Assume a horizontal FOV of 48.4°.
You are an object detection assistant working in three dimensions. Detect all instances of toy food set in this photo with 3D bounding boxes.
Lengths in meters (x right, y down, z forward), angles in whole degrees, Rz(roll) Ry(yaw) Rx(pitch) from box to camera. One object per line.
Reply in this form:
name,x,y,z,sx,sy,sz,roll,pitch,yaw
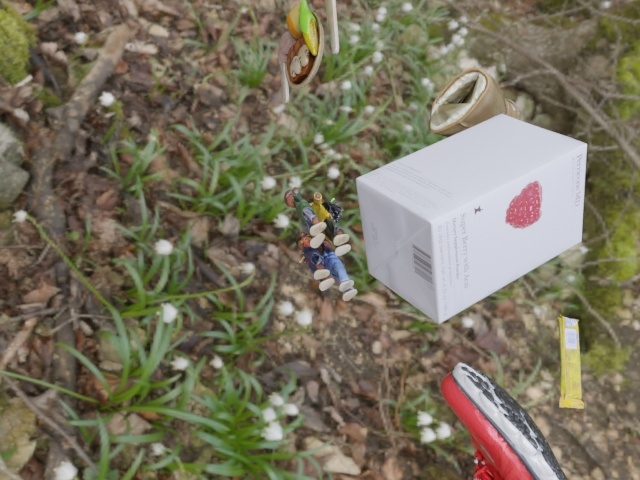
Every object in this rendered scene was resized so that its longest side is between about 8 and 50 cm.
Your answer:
toy food set,-0.037,-0.307,1.130,0.039,0.192,0.132,4,71,-28

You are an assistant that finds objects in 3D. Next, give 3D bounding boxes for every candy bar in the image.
candy bar,0.418,0.201,1.192,0.018,0.040,0.161,91,5,-64

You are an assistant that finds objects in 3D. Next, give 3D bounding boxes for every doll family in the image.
doll family,0.000,0.000,0.978,0.076,0.111,0.193,-19,133,-17

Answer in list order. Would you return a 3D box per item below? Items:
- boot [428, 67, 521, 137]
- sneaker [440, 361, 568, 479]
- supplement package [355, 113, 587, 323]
boot,0.255,-0.199,1.326,0.089,0.236,0.269,45,20,20
sneaker,0.175,0.247,0.661,0.279,0.118,0.107,59,9,-8
supplement package,0.228,-0.044,1.061,0.293,0.175,0.177,-26,126,-23
